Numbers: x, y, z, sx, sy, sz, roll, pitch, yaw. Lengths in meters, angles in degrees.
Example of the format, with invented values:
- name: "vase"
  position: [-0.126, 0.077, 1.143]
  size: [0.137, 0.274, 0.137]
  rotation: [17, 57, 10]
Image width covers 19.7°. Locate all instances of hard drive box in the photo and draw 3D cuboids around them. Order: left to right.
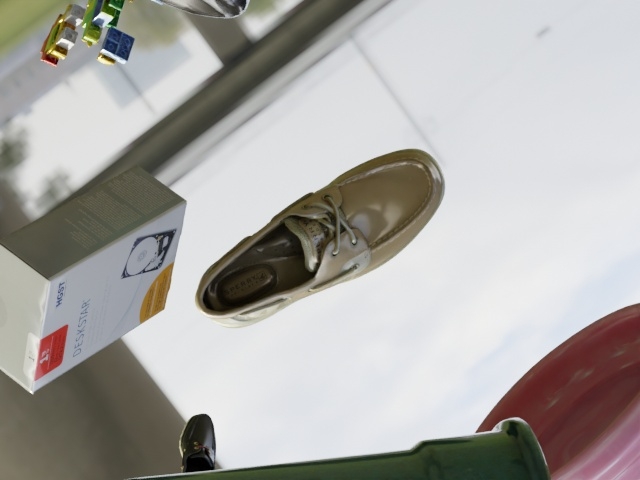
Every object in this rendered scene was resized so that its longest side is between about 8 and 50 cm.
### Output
- name: "hard drive box"
  position: [-0.276, 0.043, 2.153]
  size: [0.232, 0.089, 0.181]
  rotation: [-33, 149, -42]

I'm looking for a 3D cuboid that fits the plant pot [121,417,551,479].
- name: "plant pot"
  position: [0.001, 0.314, 1.477]
  size: [0.334, 0.341, 0.341]
  rotation: [1, -173, -7]

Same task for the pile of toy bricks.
- name: "pile of toy bricks"
  position: [-0.244, -0.272, 2.084]
  size: [0.105, 0.118, 0.212]
  rotation: [-29, -139, 56]

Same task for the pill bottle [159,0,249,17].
- name: "pill bottle"
  position: [-0.090, -0.320, 1.644]
  size: [0.123, 0.123, 0.219]
  rotation: [-6, -116, 71]

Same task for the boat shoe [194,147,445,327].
- name: "boat shoe"
  position: [0.000, 0.000, 1.973]
  size: [0.302, 0.109, 0.098]
  rotation: [-30, 176, 3]

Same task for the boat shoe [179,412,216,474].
- name: "boat shoe"
  position: [-0.146, 0.266, 2.217]
  size: [0.042, 0.049, 0.133]
  rotation: [-42, -148, 48]

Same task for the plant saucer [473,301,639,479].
- name: "plant saucer"
  position: [0.295, 0.208, 2.057]
  size: [0.332, 0.084, 0.332]
  rotation: [-42, -168, 11]
